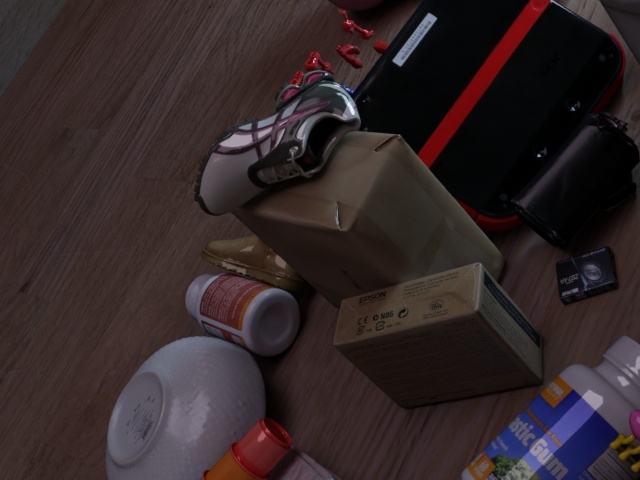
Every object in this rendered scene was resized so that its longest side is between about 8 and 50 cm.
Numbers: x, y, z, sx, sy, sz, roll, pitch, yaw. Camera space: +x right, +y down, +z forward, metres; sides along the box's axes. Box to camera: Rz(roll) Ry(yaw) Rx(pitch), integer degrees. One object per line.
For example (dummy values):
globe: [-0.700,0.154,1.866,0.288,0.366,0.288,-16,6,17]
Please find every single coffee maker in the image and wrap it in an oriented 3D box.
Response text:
coffee maker: [0.365,-0.090,1.477,0.178,0.171,0.120,-49,54,0]

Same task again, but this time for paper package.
paper package: [0.068,-0.011,1.564,0.309,0.325,0.168,11,65,48]

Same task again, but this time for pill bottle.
pill bottle: [-0.145,0.124,1.807,0.216,0.121,0.121,16,69,48]
pill bottle: [0.316,0.249,1.242,0.272,0.152,0.152,-46,38,2]

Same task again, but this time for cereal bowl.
cereal bowl: [-0.250,0.309,1.680,0.339,0.141,0.339,-31,44,36]

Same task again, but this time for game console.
game console: [0.266,-0.241,1.632,0.342,0.060,0.386,34,80,12]

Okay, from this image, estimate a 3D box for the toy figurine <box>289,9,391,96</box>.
toy figurine: [0.073,-0.235,1.875,0.217,0.191,0.362,20,73,45]

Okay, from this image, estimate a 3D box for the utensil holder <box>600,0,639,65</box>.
utensil holder: [0.555,-0.311,1.317,0.328,0.385,0.327,-24,44,26]

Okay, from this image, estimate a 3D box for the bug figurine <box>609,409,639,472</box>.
bug figurine: [0.459,0.218,1.121,0.279,0.216,0.072,-50,-6,-1]

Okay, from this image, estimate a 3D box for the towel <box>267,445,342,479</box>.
towel: [-0.099,0.453,1.444,0.332,0.053,0.317,-55,14,-12]

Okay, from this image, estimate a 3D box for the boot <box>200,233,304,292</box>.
boot: [-0.081,-0.060,1.830,0.236,0.089,0.269,16,88,30]

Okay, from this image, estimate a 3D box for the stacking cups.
stacking cups: [-0.165,0.399,1.508,0.316,0.096,0.096,-47,37,11]

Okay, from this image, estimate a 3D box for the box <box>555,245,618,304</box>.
box: [0.383,0.050,1.460,0.083,0.018,0.067,-21,45,29]

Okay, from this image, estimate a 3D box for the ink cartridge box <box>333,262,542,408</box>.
ink cartridge box: [0.169,0.142,1.439,0.235,0.193,0.088,-17,45,32]

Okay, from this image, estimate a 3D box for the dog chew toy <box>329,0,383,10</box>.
dog chew toy: [0.148,-0.607,2.121,0.332,0.206,0.206,-10,50,27]

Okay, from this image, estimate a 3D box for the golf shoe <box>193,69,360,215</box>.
golf shoe: [-0.066,-0.126,1.446,0.273,0.105,0.120,-43,44,5]
